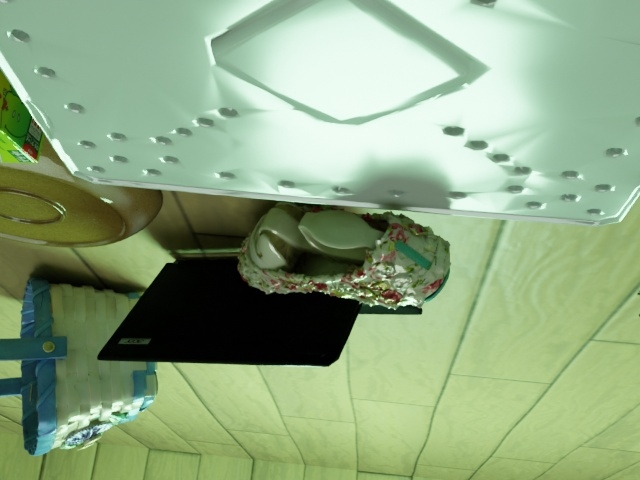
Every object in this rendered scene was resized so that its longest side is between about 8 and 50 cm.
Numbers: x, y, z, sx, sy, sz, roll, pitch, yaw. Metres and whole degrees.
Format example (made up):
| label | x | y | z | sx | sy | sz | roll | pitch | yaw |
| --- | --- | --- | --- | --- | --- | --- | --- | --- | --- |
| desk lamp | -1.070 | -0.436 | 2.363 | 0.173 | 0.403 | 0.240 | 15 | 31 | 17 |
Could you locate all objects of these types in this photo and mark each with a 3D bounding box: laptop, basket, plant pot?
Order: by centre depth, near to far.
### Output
| label | x | y | z | sx | sy | sz | roll | pitch | yaw |
| --- | --- | --- | --- | --- | --- | --- | --- | --- | --- |
| plant pot | -0.257 | -0.040 | 0.823 | 0.237 | 0.032 | 0.236 | 5 | 160 | 2 |
| laptop | -0.045 | 0.090 | 0.958 | 0.234 | 0.136 | 0.264 | -1 | 159 | 20 |
| basket | -0.344 | 0.151 | 1.120 | 0.289 | 0.201 | 0.255 | 2 | 163 | -17 |

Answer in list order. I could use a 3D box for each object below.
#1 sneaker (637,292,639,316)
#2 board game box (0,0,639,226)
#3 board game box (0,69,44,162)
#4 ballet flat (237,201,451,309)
| label | x | y | z | sx | sy | sz | roll | pitch | yaw |
| --- | --- | --- | --- | --- | --- | --- | --- | --- | --- |
| sneaker | 0.393 | 0.092 | 0.954 | 0.089 | 0.051 | 0.170 | -11 | 149 | 39 |
| board game box | 0.012 | -0.114 | 0.508 | 0.390 | 0.050 | 0.390 | 5 | 160 | 3 |
| board game box | -0.264 | -0.108 | 0.621 | 0.092 | 0.043 | 0.181 | 1 | 160 | 13 |
| ballet flat | 0.000 | 0.000 | 0.758 | 0.241 | 0.091 | 0.077 | 2 | 150 | 47 |
